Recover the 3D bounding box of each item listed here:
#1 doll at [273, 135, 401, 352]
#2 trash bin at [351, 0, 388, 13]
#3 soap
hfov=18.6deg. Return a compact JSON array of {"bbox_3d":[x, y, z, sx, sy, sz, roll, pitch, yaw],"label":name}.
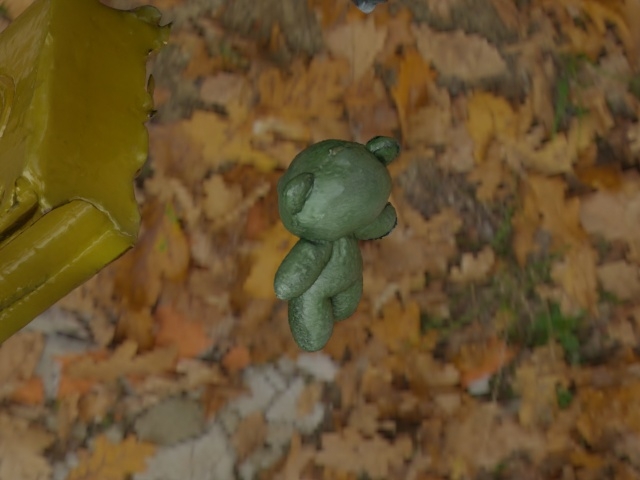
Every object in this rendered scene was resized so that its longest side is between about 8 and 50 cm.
[{"bbox_3d":[0.000,0.000,1.249,0.077,0.115,0.150,29,131,32],"label":"doll"},{"bbox_3d":[0.015,-0.382,1.338,0.296,0.256,0.367,40,100,21],"label":"trash bin"},{"bbox_3d":[-0.241,-0.039,1.454,0.096,0.204,0.324,21,146,-30],"label":"soap"}]
